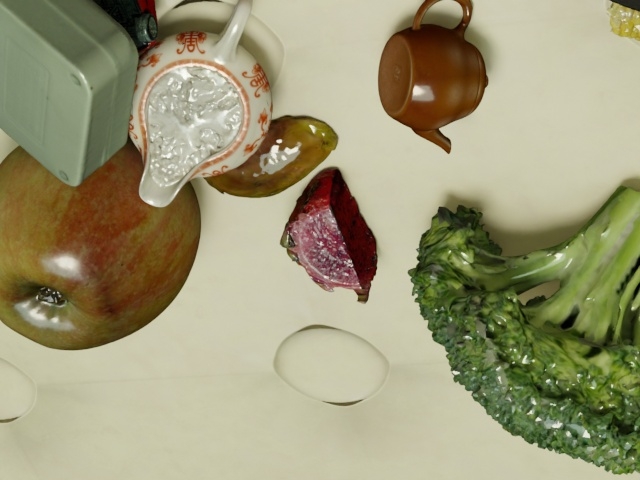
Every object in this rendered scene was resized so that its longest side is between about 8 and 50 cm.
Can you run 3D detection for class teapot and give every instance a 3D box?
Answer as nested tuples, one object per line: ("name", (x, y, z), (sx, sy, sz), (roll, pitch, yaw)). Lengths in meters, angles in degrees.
("teapot", (0.126, -0.173, 1.686), (0.116, 0.116, 0.173), (9, 107, 4))
("teapot", (-0.127, -0.157, 1.744), (0.159, 0.116, 0.245), (23, 117, 4))

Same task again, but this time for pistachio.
("pistachio", (-0.062, -0.085, 1.842), (0.173, 0.049, 0.089), (-12, 130, 24))

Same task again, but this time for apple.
("apple", (-0.265, 0.001, 1.845), (0.257, 0.234, 0.256), (5, 131, 6))

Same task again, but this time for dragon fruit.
("dragon fruit", (0.000, 0.000, 1.878), (0.096, 0.102, 0.147), (-16, 118, 17))

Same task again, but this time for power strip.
("power strip", (-0.323, -0.191, 1.662), (0.261, 0.141, 0.229), (41, 153, 9))

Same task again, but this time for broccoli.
("broccoli", (0.275, 0.092, 1.832), (0.375, 0.302, 0.249), (35, 160, 16))

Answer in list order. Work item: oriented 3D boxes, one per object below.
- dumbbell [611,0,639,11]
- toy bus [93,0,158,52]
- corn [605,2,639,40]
("dumbbell", (0.325, -0.369, 1.376), (0.204, 0.203, 0.322), (11, 135, 2))
("toy bus", (-0.221, -0.283, 1.661), (0.081, 0.089, 0.195), (-4, 131, 17))
("corn", (0.398, -0.223, 1.574), (0.244, 0.093, 0.093), (11, 134, 3))
